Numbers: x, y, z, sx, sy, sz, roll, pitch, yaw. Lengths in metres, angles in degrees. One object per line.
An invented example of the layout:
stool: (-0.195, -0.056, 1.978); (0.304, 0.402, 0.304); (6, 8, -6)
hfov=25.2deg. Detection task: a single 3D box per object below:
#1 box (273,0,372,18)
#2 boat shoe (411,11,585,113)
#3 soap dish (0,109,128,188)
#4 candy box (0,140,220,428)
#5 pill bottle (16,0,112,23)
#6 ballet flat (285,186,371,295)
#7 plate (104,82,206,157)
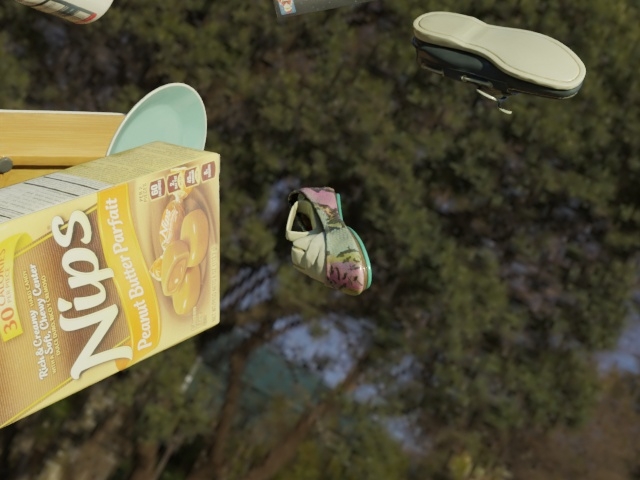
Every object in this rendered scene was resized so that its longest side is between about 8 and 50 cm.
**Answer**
box: (0.060, -0.357, 1.878); (0.233, 0.159, 0.044); (-9, -64, 11)
boat shoe: (0.228, -0.227, 1.866); (0.254, 0.095, 0.079); (20, -45, 28)
soap dish: (-0.397, -0.078, 2.136); (0.291, 0.229, 0.118); (-1, 36, -30)
candy box: (-0.220, 0.031, 1.315); (0.087, 0.183, 0.316); (13, 22, 31)
pill bottle: (-0.372, -0.367, 1.949); (0.108, 0.108, 0.180); (19, 3, 30)
ballet flat: (0.000, 0.000, 1.673); (0.079, 0.077, 0.221); (1, 28, -12)
plate: (-0.201, -0.099, 1.676); (0.024, 0.188, 0.188); (27, -15, 25)
